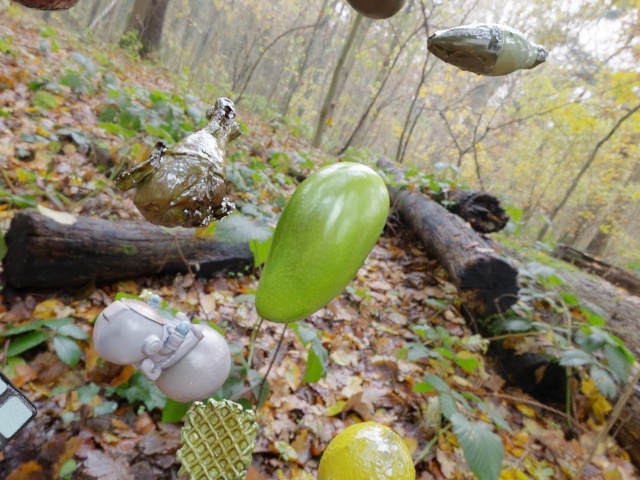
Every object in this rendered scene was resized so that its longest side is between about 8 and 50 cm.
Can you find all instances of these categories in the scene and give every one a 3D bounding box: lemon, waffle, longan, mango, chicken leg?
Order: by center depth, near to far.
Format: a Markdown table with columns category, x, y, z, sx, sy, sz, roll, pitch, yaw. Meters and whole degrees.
| category | x | y | z | sx | sy | sz | roll | pitch | yaw |
| --- | --- | --- | --- | --- | --- | --- | --- | --- | --- |
| mango | 0.000 | 0.000 | 0.777 | 0.156 | 0.343 | 0.192 | 8 | -35 | 45 |
| lemon | 0.086 | 0.440 | 0.819 | 0.180 | 0.193 | 0.180 | 48 | 3 | -3 |
| waffle | -0.226 | 0.441 | 0.948 | 0.169 | 0.184 | 0.036 | 10 | -18 | 3 |
| chicken leg | -0.250 | -0.154 | 0.957 | 0.140 | 0.211 | 0.361 | -5 | 35 | 35 |
| longan | 0.132 | -0.649 | 1.052 | 0.198 | 0.212 | 0.198 | -2 | -21 | -1 |

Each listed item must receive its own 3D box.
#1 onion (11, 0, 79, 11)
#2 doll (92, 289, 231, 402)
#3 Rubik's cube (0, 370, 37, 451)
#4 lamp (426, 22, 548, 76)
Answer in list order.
| category | x | y | z | sx | sy | sz | roll | pitch | yaw |
| --- | --- | --- | --- | --- | --- | --- | --- | --- | --- |
| onion | -0.621 | -0.558 | 0.849 | 0.272 | 0.195 | 0.272 | 47 | 9 | -10 |
| doll | -0.272 | 0.186 | 0.754 | 0.151 | 0.151 | 0.287 | 34 | -13 | 37 |
| Rubik's cube | -0.508 | 0.226 | 0.550 | 0.160 | 0.163 | 0.162 | -8 | 32 | 29 |
| lamp | 0.342 | -0.393 | 0.898 | 0.250 | 0.101 | 0.101 | 7 | 14 | -8 |
